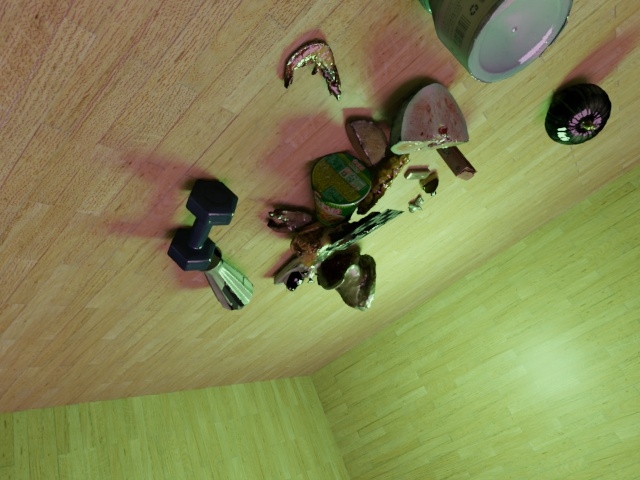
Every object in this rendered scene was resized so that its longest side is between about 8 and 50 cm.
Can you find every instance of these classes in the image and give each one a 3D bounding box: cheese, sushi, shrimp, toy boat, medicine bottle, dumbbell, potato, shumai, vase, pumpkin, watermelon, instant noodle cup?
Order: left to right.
[{"bbox_3d":[-0.383,-0.042,1.337,0.325,0.160,0.144,-52,174,39],"label":"dumbbell"},{"bbox_3d":[-0.386,0.156,1.669,0.165,0.165,0.360,-24,149,-4],"label":"vase"},{"bbox_3d":[-0.136,-0.074,1.579,0.145,0.059,0.254,-33,158,35],"label":"shrimp"},{"bbox_3d":[-0.095,0.150,1.915,0.269,0.141,0.140,-29,155,38],"label":"toy boat"},{"bbox_3d":[-0.021,-0.423,1.094,0.147,0.035,0.195,-30,145,3],"label":"shrimp"},{"bbox_3d":[0.055,-0.158,1.467,0.207,0.207,0.233,-18,160,-14],"label":"instant noodle cup"},{"bbox_3d":[0.105,0.177,2.043,0.288,0.330,0.292,4,106,-14],"label":"shumai"},{"bbox_3d":[0.154,-0.060,1.537,0.292,0.059,0.294,-33,169,17],"label":"sushi"},{"bbox_3d":[0.144,-0.339,1.357,0.100,0.089,0.172,-43,121,-9],"label":"potato"},{"bbox_3d":[0.327,-0.388,1.353,0.321,0.188,0.175,-4,178,-45],"label":"watermelon"},{"bbox_3d":[0.491,-0.236,1.836,0.086,0.036,0.162,-34,151,10],"label":"cheese"},{"bbox_3d":[0.373,-0.548,0.943,0.244,0.290,0.245,-18,152,-10],"label":"medicine bottle"},{"bbox_3d":[1.030,-0.497,1.656,0.249,0.216,0.250,-3,129,-4],"label":"pumpkin"}]

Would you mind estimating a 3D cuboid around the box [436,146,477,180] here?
[{"bbox_3d":[0.532,-0.309,1.620,0.111,0.156,0.060,7,137,-49],"label":"box"}]

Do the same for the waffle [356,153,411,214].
[{"bbox_3d":[0.232,-0.214,1.536,0.281,0.058,0.301,-47,172,-26],"label":"waffle"}]

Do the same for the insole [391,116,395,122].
[{"bbox_3d":[0.300,-0.418,1.405,0.135,0.002,0.045,-16,151,-17],"label":"insole"}]

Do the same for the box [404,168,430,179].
[{"bbox_3d":[0.400,-0.273,1.710,0.115,0.025,0.048,-7,145,-30],"label":"box"}]

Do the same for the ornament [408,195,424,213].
[{"bbox_3d":[0.444,-0.161,1.920,0.092,0.041,0.068,-30,131,32],"label":"ornament"}]

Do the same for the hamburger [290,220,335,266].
[{"bbox_3d":[0.000,0.000,1.687,0.243,0.146,0.286,-40,168,6],"label":"hamburger"}]
